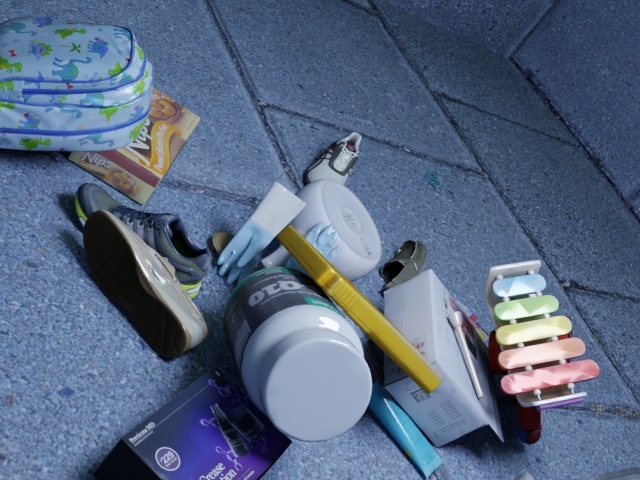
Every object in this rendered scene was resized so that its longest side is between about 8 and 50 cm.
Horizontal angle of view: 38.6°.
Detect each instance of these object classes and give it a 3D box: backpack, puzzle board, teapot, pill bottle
[{"bbox_3d":[-0.494,-0.288,1.714,0.355,0.273,0.290,17,34,-19],"label":"backpack"},{"bbox_3d":[0.375,0.206,2.305,0.128,0.011,0.096,45,30,13],"label":"puzzle board"},{"bbox_3d":[0.000,0.000,1.998,0.256,0.187,0.252,37,33,-34],"label":"teapot"},{"bbox_3d":[-0.044,0.186,1.546,0.204,0.204,0.361,27,6,-19],"label":"pill bottle"}]

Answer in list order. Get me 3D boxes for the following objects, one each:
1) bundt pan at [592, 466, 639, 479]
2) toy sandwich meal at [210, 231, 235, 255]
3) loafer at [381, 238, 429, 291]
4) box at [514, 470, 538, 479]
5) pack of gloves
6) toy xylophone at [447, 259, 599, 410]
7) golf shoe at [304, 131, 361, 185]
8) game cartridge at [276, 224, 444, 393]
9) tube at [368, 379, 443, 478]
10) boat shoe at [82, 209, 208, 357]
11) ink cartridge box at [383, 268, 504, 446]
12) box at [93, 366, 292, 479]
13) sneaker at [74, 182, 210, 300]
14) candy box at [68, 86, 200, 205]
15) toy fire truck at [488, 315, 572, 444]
[{"bbox_3d":[0.674,0.604,1.824,0.331,0.124,0.331,62,11,-20],"label":"bundt pan"},{"bbox_3d":[-0.196,0.015,1.918,0.085,0.029,0.085,26,37,-21],"label":"toy sandwich meal"},{"bbox_3d":[0.203,0.065,2.224,0.087,0.094,0.251,37,29,-13],"label":"loafer"},{"bbox_3d":[0.455,0.595,1.809,0.183,0.056,0.231,37,29,-4],"label":"box"},{"bbox_3d":[-0.084,0.026,1.836,0.195,0.232,0.046,36,-2,6],"label":"pack of gloves"},{"bbox_3d":[0.404,0.204,1.855,0.236,0.081,0.322,-16,65,-13],"label":"toy xylophone"},{"bbox_3d":[0.037,-0.199,2.384,0.105,0.120,0.273,35,31,-10],"label":"golf shoe"},{"bbox_3d":[0.068,0.126,1.721,0.324,0.052,0.285,43,1,-25],"label":"game cartridge"},{"bbox_3d":[0.162,0.371,1.806,0.207,0.052,0.080,50,36,10],"label":"tube"},{"bbox_3d":[-0.313,0.072,1.635,0.302,0.109,0.098,51,26,10],"label":"boat shoe"},{"bbox_3d":[0.257,0.265,1.936,0.272,0.130,0.309,51,23,-25],"label":"ink cartridge box"},{"bbox_3d":[-0.189,0.335,1.409,0.184,0.103,0.261,41,29,9],"label":"box"},{"bbox_3d":[-0.327,-0.019,1.721,0.300,0.121,0.111,37,29,-3],"label":"sneaker"},{"bbox_3d":[-0.392,-0.223,1.965,0.183,0.087,0.316,32,31,-10],"label":"candy box"},{"bbox_3d":[0.474,0.310,2.035,0.302,0.169,0.254,-28,114,-70],"label":"toy fire truck"}]
